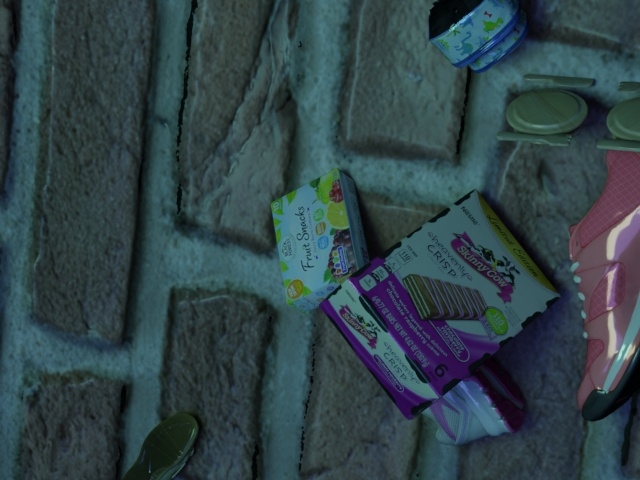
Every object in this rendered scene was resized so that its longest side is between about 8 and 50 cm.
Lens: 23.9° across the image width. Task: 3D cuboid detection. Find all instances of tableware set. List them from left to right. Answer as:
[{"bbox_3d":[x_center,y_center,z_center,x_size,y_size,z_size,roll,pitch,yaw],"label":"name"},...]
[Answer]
[{"bbox_3d":[0.293,-0.120,1.602,0.194,0.128,0.039,7,130,21],"label":"tableware set"}]

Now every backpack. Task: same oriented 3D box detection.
[{"bbox_3d":[0.172,-0.233,1.623,0.105,0.114,0.084,-38,105,23],"label":"backpack"}]

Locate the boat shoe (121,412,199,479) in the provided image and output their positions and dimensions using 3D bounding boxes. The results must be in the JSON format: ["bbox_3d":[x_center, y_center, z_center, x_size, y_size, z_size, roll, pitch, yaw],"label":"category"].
[{"bbox_3d":[-0.200,0.280,1.928,0.056,0.048,0.153,40,107,23],"label":"boat shoe"}]

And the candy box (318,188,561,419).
[{"bbox_3d":[0.133,0.065,1.634,0.159,0.233,0.071,52,139,5],"label":"candy box"}]

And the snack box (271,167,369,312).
[{"bbox_3d":[0.000,0.000,1.747,0.100,0.037,0.141,-28,54,25],"label":"snack box"}]

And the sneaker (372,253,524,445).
[{"bbox_3d":[0.119,0.133,1.727,0.111,0.103,0.252,-36,83,26],"label":"sneaker"}]

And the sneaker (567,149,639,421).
[{"bbox_3d":[0.324,0.039,1.635,0.136,0.116,0.314,24,102,27],"label":"sneaker"}]
